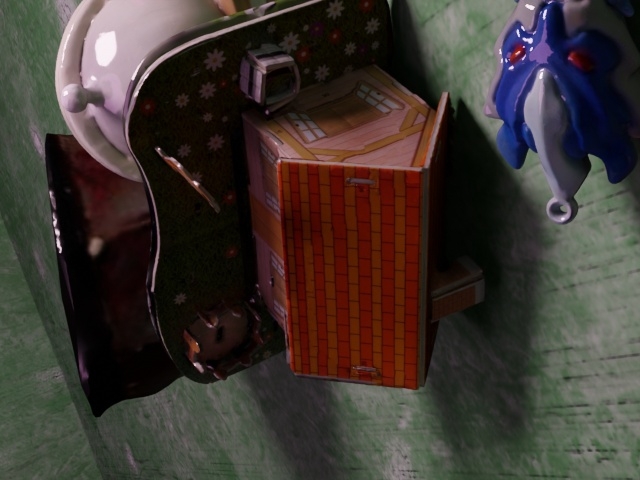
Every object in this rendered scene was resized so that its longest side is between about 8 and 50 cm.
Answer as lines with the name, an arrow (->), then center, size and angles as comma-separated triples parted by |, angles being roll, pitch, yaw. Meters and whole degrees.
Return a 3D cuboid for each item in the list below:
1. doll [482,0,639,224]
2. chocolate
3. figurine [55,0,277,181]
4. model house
doll -> 0.128, -0.097, 0.654 | 0.096, 0.070, 0.195 | 11, 121, 29
chocolate -> -0.152, 0.015, 1.217 | 0.283, 0.186, 0.284 | 170, 90, -84
figurine -> -0.089, -0.129, 0.917 | 0.141, 0.236, 0.162 | 5, 117, 58
model house -> 0.001, 0.001, 0.852 | 0.154, 0.207, 0.294 | 43, 147, 42
